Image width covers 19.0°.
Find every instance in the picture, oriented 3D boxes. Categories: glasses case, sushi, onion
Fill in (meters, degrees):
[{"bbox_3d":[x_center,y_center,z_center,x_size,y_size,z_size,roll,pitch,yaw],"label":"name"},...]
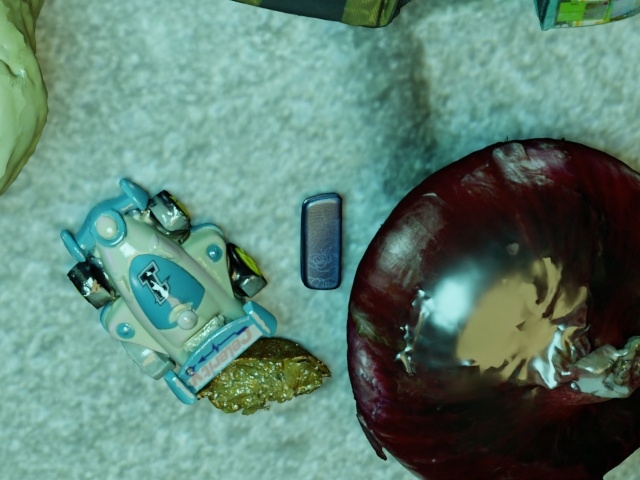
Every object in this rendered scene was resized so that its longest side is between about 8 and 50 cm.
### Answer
[{"bbox_3d":[0.000,0.000,1.559,0.034,0.023,0.083,-3,112,-8],"label":"glasses case"},{"bbox_3d":[-0.051,0.113,1.570,0.118,0.060,0.061,-21,122,-7],"label":"sushi"},{"bbox_3d":[0.168,0.076,1.528,0.314,0.232,0.314,-8,116,-17],"label":"onion"}]

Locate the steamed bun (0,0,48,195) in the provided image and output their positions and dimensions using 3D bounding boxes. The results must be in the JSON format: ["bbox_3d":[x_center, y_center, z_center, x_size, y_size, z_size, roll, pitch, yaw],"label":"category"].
[{"bbox_3d":[-0.344,-0.141,1.267,0.325,0.230,0.372,-1,113,-19],"label":"steamed bun"}]

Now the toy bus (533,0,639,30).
[{"bbox_3d":[0.213,-0.267,1.412,0.109,0.091,0.261,-2,145,-6],"label":"toy bus"}]

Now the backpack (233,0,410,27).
[{"bbox_3d":[0.023,-0.276,1.353,0.206,0.133,0.258,5,151,-17],"label":"backpack"}]

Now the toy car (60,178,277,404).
[{"bbox_3d":[-0.118,0.037,1.494,0.126,0.098,0.161,-40,120,0],"label":"toy car"}]
